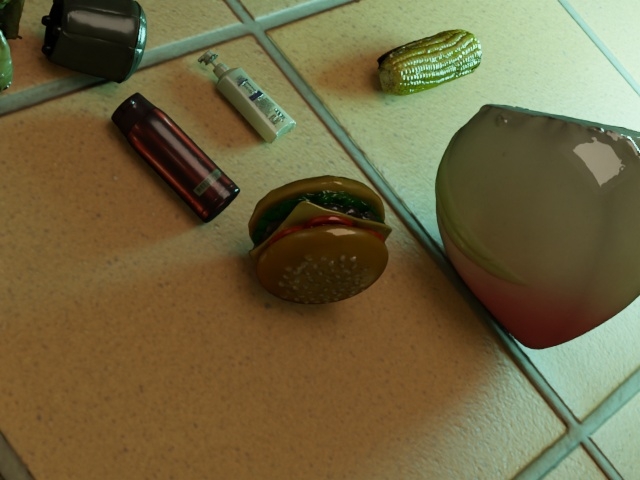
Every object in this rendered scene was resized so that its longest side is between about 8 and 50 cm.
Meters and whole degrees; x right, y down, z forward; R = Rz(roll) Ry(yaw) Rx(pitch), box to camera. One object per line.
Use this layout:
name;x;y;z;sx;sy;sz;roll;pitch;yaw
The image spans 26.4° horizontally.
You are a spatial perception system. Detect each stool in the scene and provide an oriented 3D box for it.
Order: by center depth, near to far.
stool;-0.255;-0.232;1.541;0.110;0.096;0.096;11;51;-24

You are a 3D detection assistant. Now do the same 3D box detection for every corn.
corn;0.149;-0.245;1.879;0.203;0.072;0.072;-26;75;-45

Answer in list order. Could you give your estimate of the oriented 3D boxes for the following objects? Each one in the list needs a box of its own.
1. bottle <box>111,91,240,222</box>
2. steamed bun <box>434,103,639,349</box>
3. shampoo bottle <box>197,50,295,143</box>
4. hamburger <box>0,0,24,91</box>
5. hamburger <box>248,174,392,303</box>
bottle;-0.165;-0.096;1.527;0.164;0.060;0.060;46;42;3
steamed bun;0.278;-0.009;1.658;0.309;0.309;0.309;21;47;-23
shampoo bottle;-0.093;-0.178;1.664;0.141;0.034;0.049;47;49;4
hamburger;-0.419;-0.262;1.379;0.288;0.192;0.168;18;57;-25
hamburger;0.000;0.000;1.501;0.162;0.162;0.115;11;53;-31
